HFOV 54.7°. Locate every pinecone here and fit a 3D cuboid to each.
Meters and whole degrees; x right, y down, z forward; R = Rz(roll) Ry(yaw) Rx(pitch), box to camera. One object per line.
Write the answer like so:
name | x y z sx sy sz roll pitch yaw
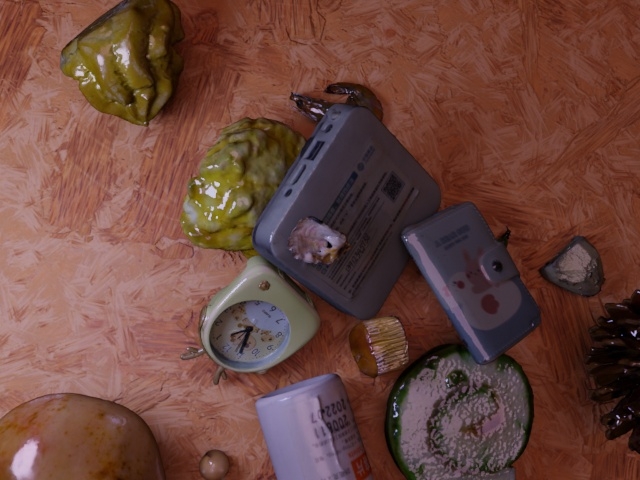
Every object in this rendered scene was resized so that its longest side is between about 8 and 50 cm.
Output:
pinecone | 0.763 0.315 1.380 0.385 0.384 0.384 1 81 -3

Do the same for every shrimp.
shrimp | 0.043 -0.350 1.602 0.249 0.068 0.150 10 68 -7

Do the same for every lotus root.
lotus root | 0.656 0.072 1.562 0.144 0.070 0.143 41 81 3

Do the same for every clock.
clock | -0.173 0.201 1.439 0.308 0.096 0.235 -40 117 5

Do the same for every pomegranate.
pomegranate | -0.517 0.502 1.285 0.412 0.411 0.411 1 81 -3

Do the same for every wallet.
wallet | 0.364 0.087 1.471 0.252 0.083 0.360 -25 82 -31

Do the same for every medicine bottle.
medicine bottle | 0.003 0.504 1.384 0.211 0.211 0.371 -18 83 -6

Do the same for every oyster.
oyster | 0.000 0.000 1.283 0.146 0.121 0.045 -16 42 -11

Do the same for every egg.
egg | -0.245 0.521 1.431 0.071 0.083 0.071 1 77 -5

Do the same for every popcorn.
popcorn | -0.144 -0.118 1.448 0.293 0.293 0.334 22 96 2

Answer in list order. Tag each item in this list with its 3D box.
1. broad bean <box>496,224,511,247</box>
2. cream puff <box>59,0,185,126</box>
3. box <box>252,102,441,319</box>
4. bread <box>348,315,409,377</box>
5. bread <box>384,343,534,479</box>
broad bean | 0.395 0.045 1.568 0.227 0.039 0.069 -32 90 -9
cream puff | -0.441 -0.434 1.494 0.291 0.324 0.257 -28 119 8
box | 0.074 -0.059 1.429 0.396 0.111 0.395 40 77 -38
bread | 0.131 0.248 1.443 0.114 0.190 0.132 -15 76 -9
bread | 0.339 0.439 1.455 0.366 0.129 0.381 -29 84 -8
